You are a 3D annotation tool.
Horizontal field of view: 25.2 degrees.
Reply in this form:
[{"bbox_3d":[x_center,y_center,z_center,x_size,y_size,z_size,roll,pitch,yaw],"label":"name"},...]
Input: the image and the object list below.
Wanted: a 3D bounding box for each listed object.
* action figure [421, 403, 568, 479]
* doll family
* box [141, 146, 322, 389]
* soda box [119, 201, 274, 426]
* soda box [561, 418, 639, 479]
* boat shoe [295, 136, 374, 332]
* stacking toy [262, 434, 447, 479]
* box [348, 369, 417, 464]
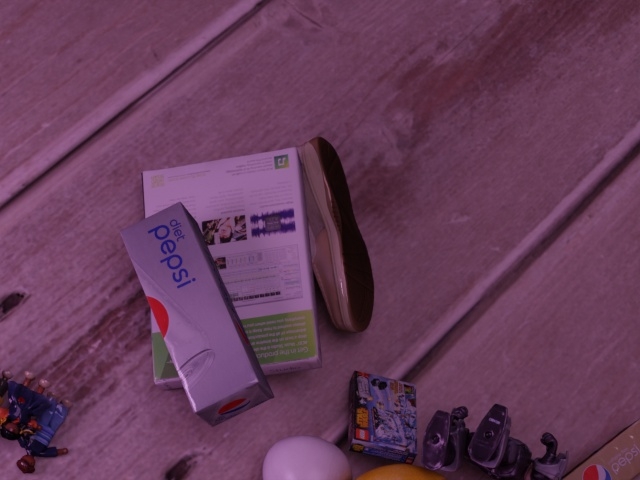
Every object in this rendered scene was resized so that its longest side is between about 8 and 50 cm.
[{"bbox_3d":[0.237,0.281,1.943,0.185,0.285,0.099,7,80,24],"label":"action figure"},{"bbox_3d":[-0.417,0.230,1.896,0.193,0.076,0.111,25,59,-6],"label":"doll family"},{"bbox_3d":[-0.127,0.038,2.016,0.232,0.058,0.322,-8,67,7],"label":"box"},{"bbox_3d":[-0.167,0.098,1.919,0.098,0.091,0.286,-26,68,2],"label":"soda box"},{"bbox_3d":[0.409,0.334,2.066,0.181,0.058,0.061,-32,78,-23],"label":"soda box"},{"bbox_3d":[0.000,0.000,2.090,0.098,0.109,0.302,-21,70,20],"label":"boat shoe"},{"bbox_3d":[0.124,0.412,1.878,0.480,0.350,0.350,32,62,22],"label":"stacking toy"},{"bbox_3d":[0.087,0.247,2.007,0.094,0.027,0.137,14,38,-8],"label":"box"}]
